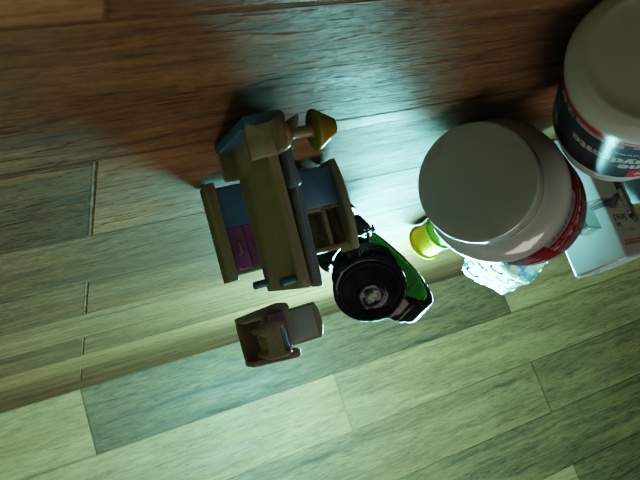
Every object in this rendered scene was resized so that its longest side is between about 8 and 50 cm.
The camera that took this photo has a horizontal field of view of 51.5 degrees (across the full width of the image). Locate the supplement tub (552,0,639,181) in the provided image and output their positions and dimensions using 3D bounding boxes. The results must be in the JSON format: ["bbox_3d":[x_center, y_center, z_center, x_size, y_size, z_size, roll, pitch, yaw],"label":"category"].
[{"bbox_3d":[0.406,-0.187,0.860,0.191,0.191,0.272,-22,167,12],"label":"supplement tub"}]

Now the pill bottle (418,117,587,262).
[{"bbox_3d":[0.308,-0.073,1.108,0.229,0.229,0.407,-25,167,24],"label":"pill bottle"}]

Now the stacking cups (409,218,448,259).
[{"bbox_3d":[0.334,-0.058,1.557,0.096,0.096,0.316,-11,161,-35],"label":"stacking cups"}]

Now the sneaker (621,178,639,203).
[{"bbox_3d":[0.705,-0.174,1.589,0.208,0.127,0.319,-5,-164,46],"label":"sneaker"}]

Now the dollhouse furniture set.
[{"bbox_3d":[0.000,0.000,0.823,0.198,0.287,0.303,-15,178,-21],"label":"dollhouse furniture set"}]

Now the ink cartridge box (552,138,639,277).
[{"bbox_3d":[0.561,-0.074,1.382,0.114,0.273,0.198,-29,164,38],"label":"ink cartridge box"}]

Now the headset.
[{"bbox_3d":[0.072,0.014,1.201,0.394,0.243,0.185,20,117,-44],"label":"headset"}]

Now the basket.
[{"bbox_3d":[0.485,-0.028,1.626,0.289,0.201,0.255,-54,176,-19],"label":"basket"}]
